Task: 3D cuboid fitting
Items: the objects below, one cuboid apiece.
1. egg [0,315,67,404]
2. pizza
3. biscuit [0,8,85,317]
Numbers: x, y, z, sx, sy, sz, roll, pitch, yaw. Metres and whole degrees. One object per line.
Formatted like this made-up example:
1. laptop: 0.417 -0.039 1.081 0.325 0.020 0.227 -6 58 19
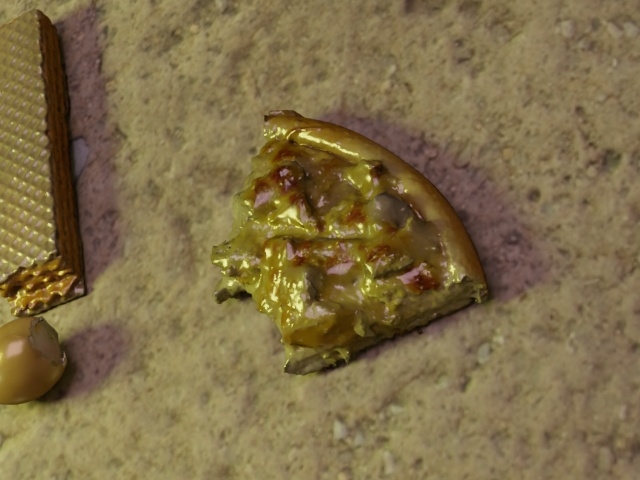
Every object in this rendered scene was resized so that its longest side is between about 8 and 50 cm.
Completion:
1. egg: -0.301 0.122 1.551 0.096 0.080 0.080 -31 52 18
2. pizza: 0.000 0.000 1.456 0.223 0.089 0.323 -45 51 -5
3. biscuit: -0.321 -0.094 1.703 0.094 0.054 0.378 -22 55 17
